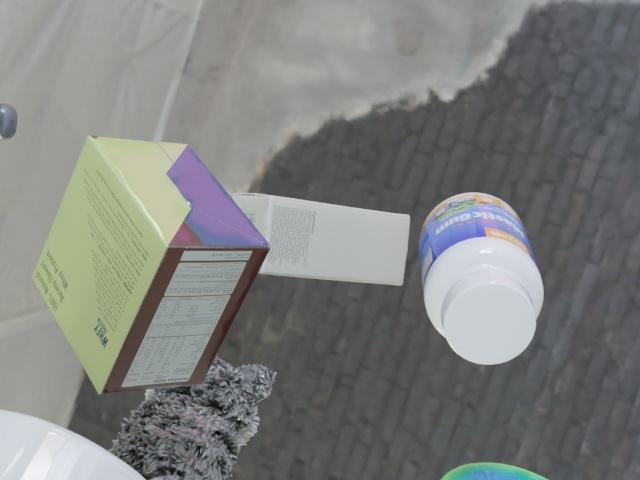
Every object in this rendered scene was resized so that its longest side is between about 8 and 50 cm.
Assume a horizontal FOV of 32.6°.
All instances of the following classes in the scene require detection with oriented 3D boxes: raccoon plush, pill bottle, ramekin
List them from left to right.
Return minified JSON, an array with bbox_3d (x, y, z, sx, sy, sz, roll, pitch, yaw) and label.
[{"bbox_3d":[-0.280,0.283,1.065,0.277,0.277,0.135,97,-165,-53],"label":"ramekin"},{"bbox_3d":[-0.149,0.263,1.455,0.299,0.216,0.446,-60,17,-18],"label":"raccoon plush"},{"bbox_3d":[0.209,0.049,1.433,0.272,0.152,0.152,-85,9,-68],"label":"pill bottle"}]

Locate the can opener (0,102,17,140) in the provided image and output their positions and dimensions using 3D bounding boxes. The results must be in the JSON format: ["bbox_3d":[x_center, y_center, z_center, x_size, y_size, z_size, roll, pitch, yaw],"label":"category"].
[{"bbox_3d":[-0.500,-0.177,1.404,0.076,0.283,0.095,12,-98,-54],"label":"can opener"}]

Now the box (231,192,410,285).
[{"bbox_3d":[0.000,0.000,1.581,0.275,0.094,0.113,8,-91,-42],"label":"box"}]

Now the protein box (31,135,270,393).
[{"bbox_3d":[-0.192,0.026,1.203,0.136,0.200,0.201,2,-53,-42],"label":"protein box"}]

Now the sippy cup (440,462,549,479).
[{"bbox_3d":[0.245,0.470,1.534,0.240,0.305,0.224,-119,37,-57],"label":"sippy cup"}]
